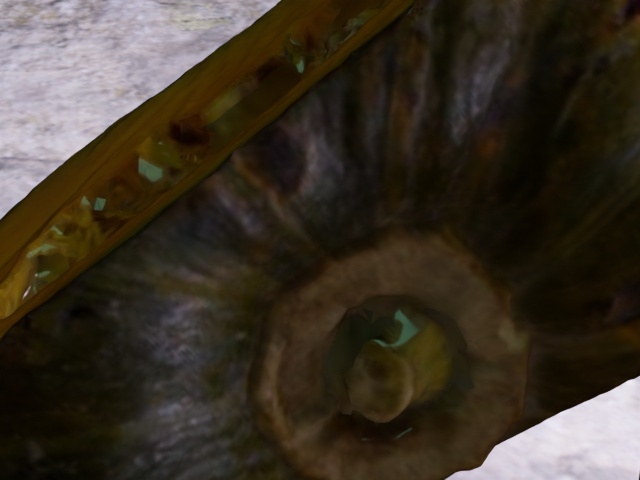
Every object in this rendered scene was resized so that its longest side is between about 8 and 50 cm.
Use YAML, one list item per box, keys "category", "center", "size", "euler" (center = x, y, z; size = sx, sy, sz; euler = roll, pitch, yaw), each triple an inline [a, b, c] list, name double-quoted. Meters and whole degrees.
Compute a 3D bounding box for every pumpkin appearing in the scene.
- category: "pumpkin"
  center: [0.000, 0.000, 0.419]
  size: [0.317, 0.139, 0.222]
  euler: [-42, 16, 5]

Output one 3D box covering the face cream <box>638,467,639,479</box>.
- category: "face cream"
  center: [0.209, 0.069, 0.392]
  size: [0.218, 0.218, 0.179]
  euler: [11, 33, 9]
